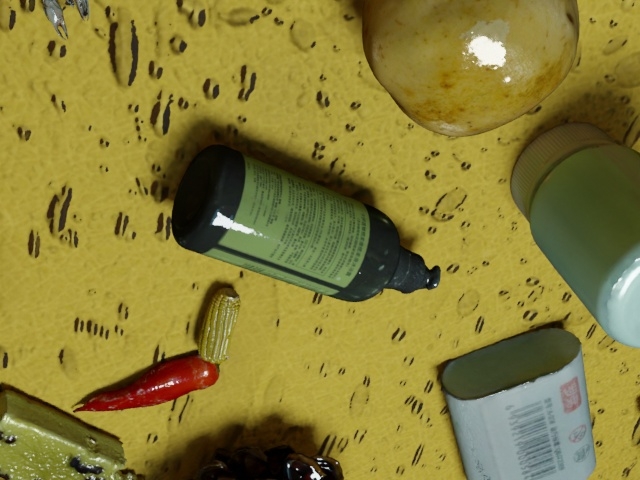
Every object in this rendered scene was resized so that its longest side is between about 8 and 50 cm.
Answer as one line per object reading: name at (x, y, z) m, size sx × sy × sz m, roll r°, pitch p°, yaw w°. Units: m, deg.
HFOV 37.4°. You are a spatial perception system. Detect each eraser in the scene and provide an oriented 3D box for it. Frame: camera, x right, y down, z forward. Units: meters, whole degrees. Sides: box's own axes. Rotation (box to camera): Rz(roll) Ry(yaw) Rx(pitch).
eraser at (0.250, 0.227, 1.174) m, size 0.174 × 0.081 × 0.227 m, roll -18°, pitch 129°, yaw 0°

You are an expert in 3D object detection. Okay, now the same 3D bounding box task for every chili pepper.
chili pepper at (-0.182, 0.159, 1.020) m, size 0.178 × 0.027 × 0.045 m, roll -15°, pitch 128°, yaw -5°

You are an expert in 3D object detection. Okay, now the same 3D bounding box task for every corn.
corn at (-0.106, 0.090, 0.989) m, size 0.037 × 0.037 × 0.092 m, roll 8°, pitch 121°, yaw -22°

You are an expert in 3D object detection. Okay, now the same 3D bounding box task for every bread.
bread at (-0.276, 0.243, 1.036) m, size 0.088 × 0.049 × 0.226 m, roll -44°, pitch 126°, yaw 15°

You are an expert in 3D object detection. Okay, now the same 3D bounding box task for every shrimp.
shrimp at (-0.209, -0.207, 0.753) m, size 0.038 × 0.029 × 0.092 m, roll -24°, pitch 134°, yaw -11°

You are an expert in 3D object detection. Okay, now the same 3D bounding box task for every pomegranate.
pomegranate at (0.133, -0.184, 0.783) m, size 0.196 × 0.196 × 0.196 m, roll -9°, pitch 126°, yaw -12°

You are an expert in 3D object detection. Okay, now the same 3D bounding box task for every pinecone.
pinecone at (-0.057, 0.365, 1.066) m, size 0.244 × 0.257 × 0.243 m, roll -5°, pitch 137°, yaw -5°

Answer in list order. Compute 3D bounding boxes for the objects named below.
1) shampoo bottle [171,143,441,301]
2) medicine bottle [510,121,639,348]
shampoo bottle at (0.000, 0.000, 0.919) m, size 0.284 × 0.101 × 0.101 m, roll 20°, pitch 116°, yaw -29°
medicine bottle at (0.287, -0.012, 0.923) m, size 0.139 × 0.225 × 0.139 m, roll -9°, pitch 126°, yaw -12°
